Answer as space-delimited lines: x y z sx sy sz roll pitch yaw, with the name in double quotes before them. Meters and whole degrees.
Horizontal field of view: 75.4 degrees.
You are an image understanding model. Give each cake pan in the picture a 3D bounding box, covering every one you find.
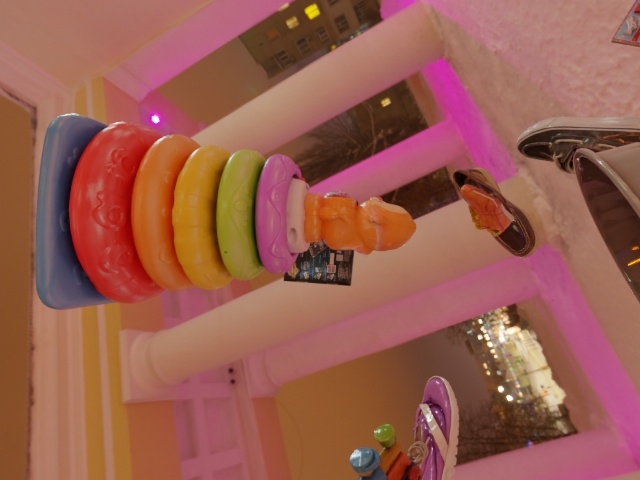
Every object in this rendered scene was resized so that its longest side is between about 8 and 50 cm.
"cake pan" 0.375 0.018 0.453 0.293 0.054 0.293 45 -151 -35

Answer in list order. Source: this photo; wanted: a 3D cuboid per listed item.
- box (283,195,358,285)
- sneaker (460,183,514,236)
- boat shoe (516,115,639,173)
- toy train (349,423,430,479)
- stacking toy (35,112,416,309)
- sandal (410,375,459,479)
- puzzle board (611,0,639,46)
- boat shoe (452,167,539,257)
"box" 0.000 0.000 1.048 0.051 0.175 0.221 -85 -1 -79
"sneaker" 0.329 -0.055 0.829 0.175 0.067 0.064 30 -166 -36
"boat shoe" 0.623 -0.225 1.011 0.121 0.119 0.335 34 170 -28
"toy train" 0.163 0.470 0.924 0.248 0.105 0.144 -32 -71 -42
"stacking toy" -0.068 -0.021 0.370 0.175 0.301 0.166 26 -114 -81
"sandal" 0.326 0.590 1.234 0.102 0.169 0.417 25 -133 -12
"puzzle board" 0.516 -0.340 0.616 0.096 0.128 0.011 31 175 33
"boat shoe" 0.511 -0.092 1.248 0.123 0.123 0.342 1 -127 -33
